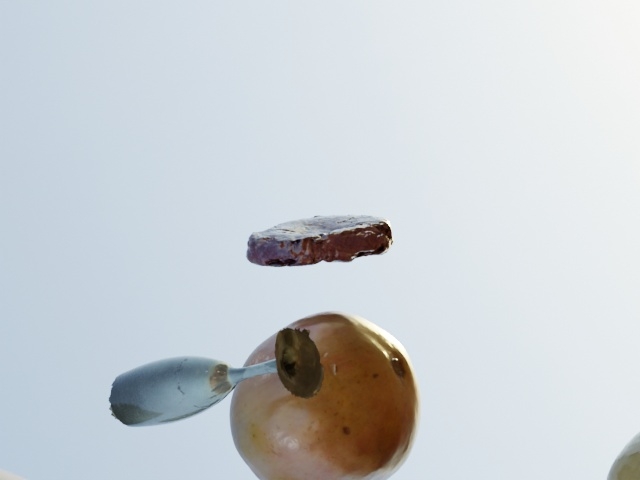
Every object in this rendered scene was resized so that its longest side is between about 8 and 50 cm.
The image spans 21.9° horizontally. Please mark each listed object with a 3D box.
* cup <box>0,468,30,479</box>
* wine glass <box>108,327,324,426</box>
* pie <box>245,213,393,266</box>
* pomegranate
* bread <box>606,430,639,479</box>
[{"bbox_3d":[-0.325,0.328,1.538,0.200,0.253,0.191,20,-150,-7],"label":"cup"},{"bbox_3d":[-0.093,0.121,1.415,0.066,0.198,0.066,23,-121,-46],"label":"wine glass"},{"bbox_3d":[0.000,0.000,1.674,0.153,0.153,0.038,-19,-74,-64],"label":"pie"},{"bbox_3d":[0.002,0.160,1.596,0.191,0.191,0.191,37,-134,-52],"label":"pomegranate"},{"bbox_3d":[0.478,0.277,1.545,0.376,0.253,0.348,-20,-93,-19],"label":"bread"}]
